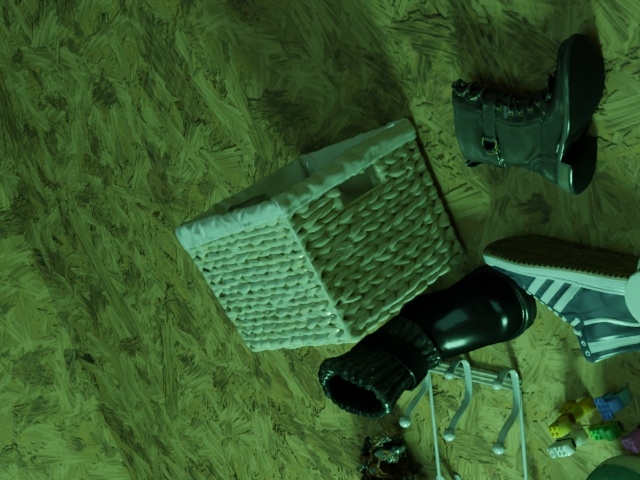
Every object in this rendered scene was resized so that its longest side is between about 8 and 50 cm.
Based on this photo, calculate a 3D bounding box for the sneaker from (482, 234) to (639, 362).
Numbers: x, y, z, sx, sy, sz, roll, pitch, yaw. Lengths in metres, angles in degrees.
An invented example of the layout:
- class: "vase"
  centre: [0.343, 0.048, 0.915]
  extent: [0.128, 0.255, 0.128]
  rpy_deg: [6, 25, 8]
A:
- class: "sneaker"
  centre: [0.372, 0.088, 1.639]
  extent: [0.282, 0.099, 0.153]
  rpy_deg: [13, 122, 41]

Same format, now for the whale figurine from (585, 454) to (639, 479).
- class: "whale figurine"
  centre: [0.506, 0.464, 1.656]
  extent: [0.272, 0.141, 0.216]
  rpy_deg: [53, 152, 4]

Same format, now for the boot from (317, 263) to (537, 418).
- class: "boot"
  centre: [0.174, 0.174, 1.794]
  extent: [0.131, 0.260, 0.348]
  rpy_deg: [59, 144, 0]

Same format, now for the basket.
- class: "basket"
  centre: [0.000, 0.000, 1.825]
  extent: [0.331, 0.328, 0.266]
  rpy_deg: [-12, 107, 52]

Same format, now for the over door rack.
- class: "over door rack"
  centre: [0.269, 0.365, 1.949]
  extent: [0.239, 0.108, 0.324]
  rpy_deg: [8, 120, 48]

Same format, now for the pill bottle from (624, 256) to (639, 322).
- class: "pill bottle"
  centre: [0.478, 0.032, 1.378]
  extent: [0.117, 0.208, 0.118]
  rpy_deg: [29, 134, 35]

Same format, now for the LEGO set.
- class: "LEGO set"
  centre: [0.425, 0.300, 1.729]
  extent: [0.227, 0.093, 0.087]
  rpy_deg: [-27, 93, 54]

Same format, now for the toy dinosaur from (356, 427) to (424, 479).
- class: "toy dinosaur"
  centre: [0.146, 0.522, 2.213]
  extent: [0.218, 0.164, 0.322]
  rpy_deg: [49, 164, 38]

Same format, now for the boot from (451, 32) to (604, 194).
- class: "boot"
  centre: [0.281, -0.191, 1.555]
  extent: [0.229, 0.091, 0.263]
  rpy_deg: [25, 134, 37]
